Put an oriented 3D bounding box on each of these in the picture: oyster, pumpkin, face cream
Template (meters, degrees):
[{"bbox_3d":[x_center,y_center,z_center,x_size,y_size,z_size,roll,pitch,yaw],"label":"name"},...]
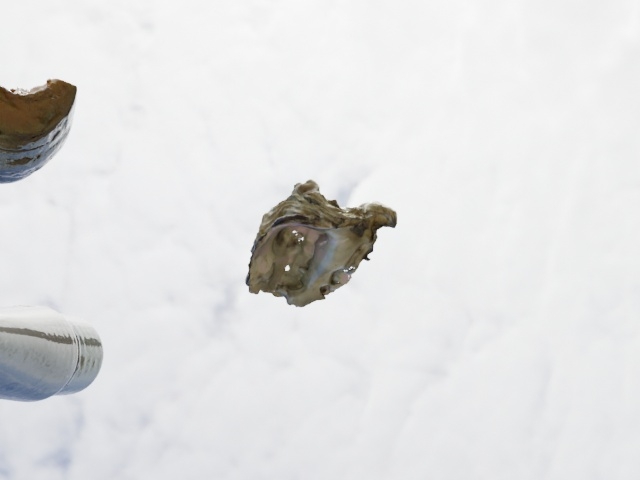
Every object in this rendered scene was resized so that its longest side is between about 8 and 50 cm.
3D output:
[{"bbox_3d":[0.000,0.000,1.253,0.191,0.081,0.163,-8,-54,2],"label":"oyster"},{"bbox_3d":[-0.409,-0.153,1.212,0.248,0.131,0.126,21,-115,-26],"label":"pumpkin"},{"bbox_3d":[-0.290,0.097,0.891,0.314,0.143,0.089,21,-125,-74],"label":"face cream"}]
